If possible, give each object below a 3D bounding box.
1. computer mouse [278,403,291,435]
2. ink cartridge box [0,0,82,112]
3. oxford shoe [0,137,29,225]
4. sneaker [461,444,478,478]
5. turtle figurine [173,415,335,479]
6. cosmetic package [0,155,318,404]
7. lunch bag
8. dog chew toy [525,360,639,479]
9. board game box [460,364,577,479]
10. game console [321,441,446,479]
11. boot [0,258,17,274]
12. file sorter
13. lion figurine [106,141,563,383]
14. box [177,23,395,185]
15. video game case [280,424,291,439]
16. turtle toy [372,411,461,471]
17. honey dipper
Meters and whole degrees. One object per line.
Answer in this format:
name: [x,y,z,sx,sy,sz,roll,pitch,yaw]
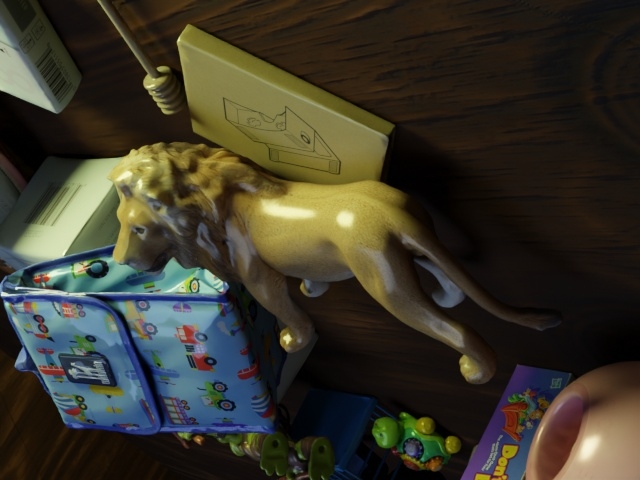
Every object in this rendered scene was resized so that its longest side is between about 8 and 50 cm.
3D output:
computer mouse: [-0.155,0.198,1.681,0.272,0.072,0.188,48,155,-15]
ink cartridge box: [-0.371,-0.234,1.066,0.232,0.066,0.189,18,156,21]
oxford shoe: [-0.461,-0.064,1.420,0.123,0.130,0.348,52,164,18]
sneaker: [0.244,0.404,1.557,0.108,0.121,0.302,21,157,27]
turtle figurine: [-0.066,0.286,1.474,0.269,0.087,0.217,29,163,-25]
cosmetic package: [-0.210,0.068,1.384,0.217,0.156,0.385,7,149,47]
lunch bag: [-0.208,0.110,1.202,0.293,0.138,0.221,-7,130,11]
dog chew toy: [0.358,0.245,0.959,0.332,0.206,0.206,25,160,-6]
board game box: [0.288,0.332,1.181,0.347,0.233,0.078,44,156,-31]
game console: [0.057,0.396,1.662,0.044,0.213,0.361,55,170,-14]
boot: [-0.486,0.044,1.756,0.283,0.109,0.220,45,154,-27]
file sorter: [0.039,0.308,1.628,0.104,0.118,0.170,39,158,-27]
lion figurine: [0.000,0.000,0.952,0.392,0.142,0.240,-3,136,35]
box: [-0.031,-0.100,0.947,0.201,0.021,0.164,28,159,10]
video game case: [-0.083,0.282,1.605,0.087,0.011,0.122,-10,119,55]
turtle toy: [0.133,0.290,1.529,0.130,0.066,0.095,36,158,-13]
honey dipper: [-0.168,-0.179,0.952,0.030,0.030,0.160,14,149,38]
